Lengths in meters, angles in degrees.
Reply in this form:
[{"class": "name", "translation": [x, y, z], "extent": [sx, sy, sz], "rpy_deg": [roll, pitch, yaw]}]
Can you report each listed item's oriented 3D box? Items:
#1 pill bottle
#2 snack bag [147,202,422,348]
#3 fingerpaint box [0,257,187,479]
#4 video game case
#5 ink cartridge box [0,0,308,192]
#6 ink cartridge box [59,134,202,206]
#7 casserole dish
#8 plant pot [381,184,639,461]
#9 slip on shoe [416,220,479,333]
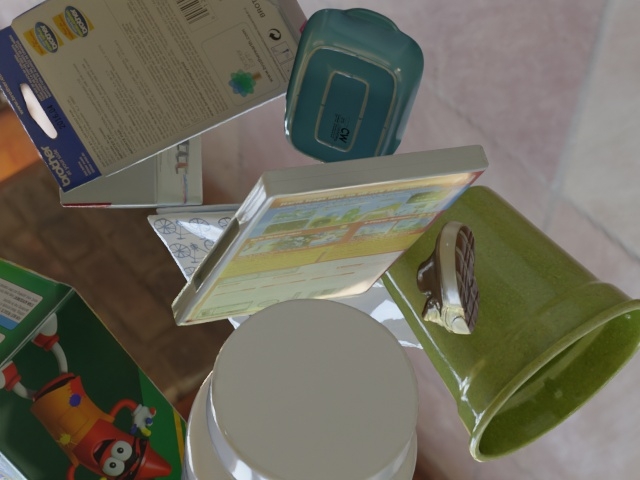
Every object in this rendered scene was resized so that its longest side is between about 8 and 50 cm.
[{"class": "pill bottle", "translation": [-0.019, 0.164, 1.040], "extent": [0.160, 0.160, 0.283], "rpy_deg": [48, 155, 18]}, {"class": "snack bag", "translation": [-0.042, 0.061, 2.103], "extent": [0.323, 0.037, 0.342], "rpy_deg": [-2, 140, 24]}, {"class": "fingerpaint box", "translation": [-0.323, 0.181, 1.552], "extent": [0.445, 0.163, 0.371], "rpy_deg": [17, 149, 48]}, {"class": "video game case", "translation": [0.000, 0.000, 1.291], "extent": [0.285, 0.204, 0.025], "rpy_deg": [-49, 53, 58]}, {"class": "ink cartridge box", "translation": [-0.168, -0.186, 1.435], "extent": [0.311, 0.065, 0.185], "rpy_deg": [-23, 107, 22]}, {"class": "ink cartridge box", "translation": [-0.234, -0.104, 1.825], "extent": [0.176, 0.128, 0.127], "rpy_deg": [-1, -90, -77]}, {"class": "casserole dish", "translation": [0.024, -0.125, 1.295], "extent": [0.114, 0.037, 0.188], "rpy_deg": [21, 140, 4]}, {"class": "plant pot", "translation": [0.216, 0.081, 1.753], "extent": [0.254, 0.276, 0.276], "rpy_deg": [52, 156, 25]}, {"class": "slip on shoe", "translation": [0.088, 0.027, 1.041], "extent": [0.041, 0.051, 0.135], "rpy_deg": [10, 159, 15]}]
